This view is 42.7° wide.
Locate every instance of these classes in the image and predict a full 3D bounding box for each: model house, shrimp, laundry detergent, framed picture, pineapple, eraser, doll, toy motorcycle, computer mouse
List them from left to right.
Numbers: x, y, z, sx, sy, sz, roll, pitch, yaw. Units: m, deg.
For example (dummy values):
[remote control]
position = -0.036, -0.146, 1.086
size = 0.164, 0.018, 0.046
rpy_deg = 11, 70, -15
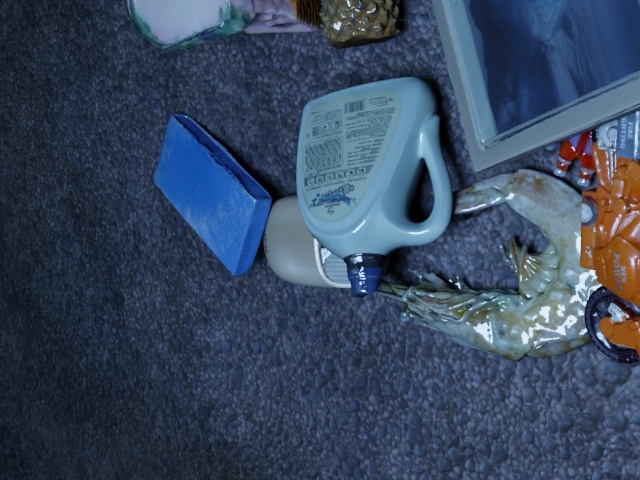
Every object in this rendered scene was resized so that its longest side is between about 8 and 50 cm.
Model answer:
[eraser]
position = -0.187, -0.085, 1.372
size = 0.312, 0.043, 0.144
rpy_deg = 44, 125, 41
[model house]
position = -0.125, -0.380, 1.187
size = 0.237, 0.237, 0.202
rpy_deg = -5, 95, 45
[computer mouse]
position = 0.000, 0.000, 1.240
size = 0.237, 0.082, 0.145
rpy_deg = 5, 100, 41
[pineapple]
position = 0.046, -0.407, 1.105
size = 0.119, 0.130, 0.277
rpy_deg = -6, 94, 5
[laundry detergent]
position = 0.072, -0.065, 1.100
size = 0.215, 0.105, 0.280
rpy_deg = -10, 72, 25
[shrimp]
position = 0.219, 0.035, 1.062
size = 0.360, 0.085, 0.246
rpy_deg = -4, 90, 35
[framed picture]
position = 0.220, -0.324, 0.870
size = 0.326, 0.028, 0.446
rpy_deg = -23, 78, 58
[doll]
position = 0.327, -0.168, 0.936
size = 0.102, 0.075, 0.227
rpy_deg = 24, 123, 20
[toy motorcycle]
position = 0.370, -0.008, 0.850
size = 0.221, 0.148, 0.325
rpy_deg = 15, 112, 53
